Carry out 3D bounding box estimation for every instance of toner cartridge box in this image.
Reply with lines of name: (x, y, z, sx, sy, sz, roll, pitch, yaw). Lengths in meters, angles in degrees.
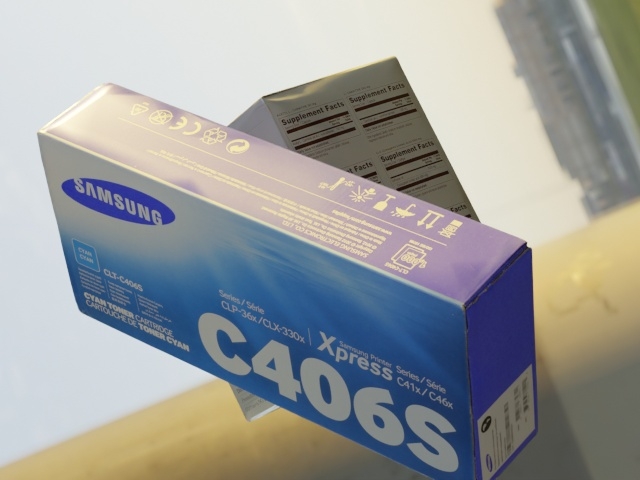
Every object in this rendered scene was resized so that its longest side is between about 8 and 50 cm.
toner cartridge box: (-0.025, 0.026, 1.219, 0.075, 0.348, 0.165, -41, -41, -36)

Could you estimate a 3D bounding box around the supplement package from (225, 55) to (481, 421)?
supplement package: (0.000, 0.000, 1.441, 0.149, 0.194, 0.203, -20, -99, -41)
